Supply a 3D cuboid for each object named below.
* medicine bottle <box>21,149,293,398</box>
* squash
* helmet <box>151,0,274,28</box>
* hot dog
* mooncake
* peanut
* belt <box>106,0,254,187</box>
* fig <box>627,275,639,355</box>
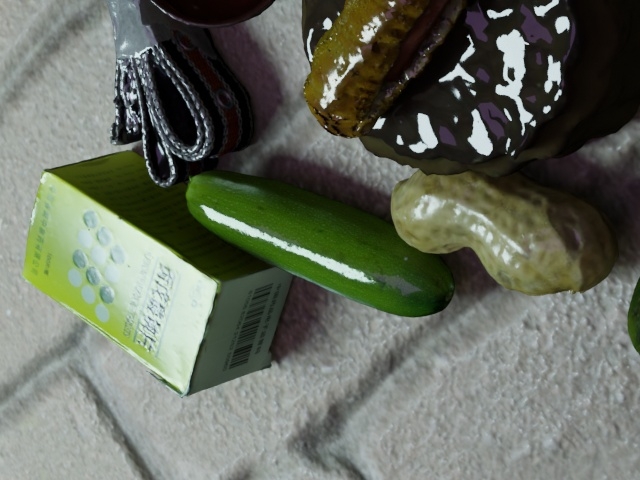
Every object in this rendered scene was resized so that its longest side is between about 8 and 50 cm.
[{"bbox_3d":[-0.163,0.030,1.949,0.250,0.141,0.137,32,117,26],"label":"medicine bottle"},{"bbox_3d":[0.002,0.001,1.844,0.292,0.082,0.082,22,116,26],"label":"squash"},{"bbox_3d":[-0.097,-0.273,1.823,0.155,0.106,0.175,-34,83,2],"label":"helmet"},{"bbox_3d":[0.067,-0.191,1.516,0.083,0.068,0.289,50,131,19],"label":"hot dog"},{"bbox_3d":[0.135,-0.211,1.620,0.324,0.187,0.324,14,113,34],"label":"mooncake"},{"bbox_3d":[0.157,-0.016,1.717,0.229,0.098,0.103,25,86,33],"label":"peanut"},{"bbox_3d":[-0.168,-0.233,1.904,0.126,0.094,0.359,-13,97,35],"label":"belt"},{"bbox_3d":[0.313,0.066,1.629,0.123,0.123,0.156,54,166,12],"label":"fig"}]
